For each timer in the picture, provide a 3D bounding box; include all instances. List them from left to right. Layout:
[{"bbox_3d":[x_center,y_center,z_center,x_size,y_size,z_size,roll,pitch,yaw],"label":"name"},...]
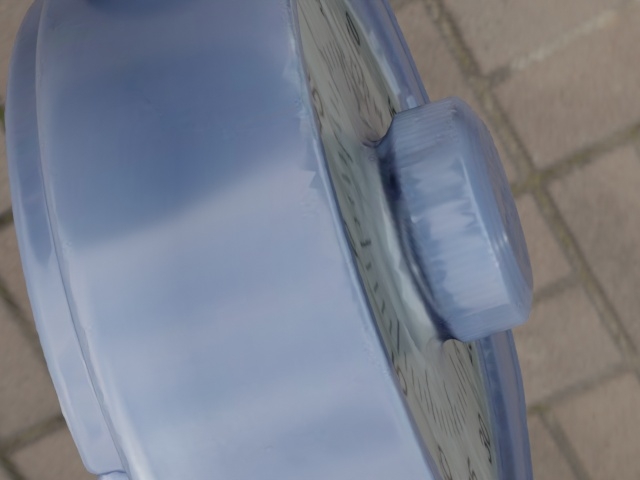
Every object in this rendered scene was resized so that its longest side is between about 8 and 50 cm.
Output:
[{"bbox_3d":[0.000,0.000,0.835,0.173,0.395,0.395,-17,107,13],"label":"timer"}]
